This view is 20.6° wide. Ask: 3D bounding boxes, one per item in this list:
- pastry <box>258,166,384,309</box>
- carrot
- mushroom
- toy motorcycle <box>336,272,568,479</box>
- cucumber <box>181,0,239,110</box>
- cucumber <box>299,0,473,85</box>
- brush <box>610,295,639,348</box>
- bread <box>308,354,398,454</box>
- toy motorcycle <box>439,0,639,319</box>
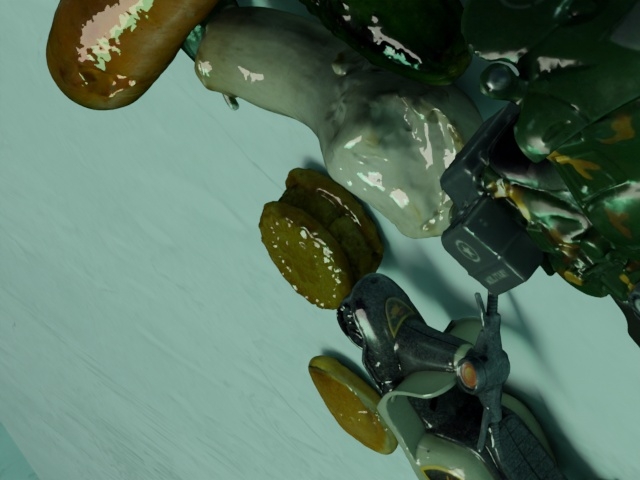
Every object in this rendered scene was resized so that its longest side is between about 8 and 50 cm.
[{"bbox_3d":[0.000,0.000,1.297,0.109,0.057,0.097,54,159,-13],"label":"pastry"},{"bbox_3d":[-0.110,-0.158,1.115,0.087,0.087,0.193,49,133,5],"label":"carrot"},{"bbox_3d":[0.015,-0.081,1.065,0.278,0.096,0.099,39,151,50],"label":"mushroom"},{"bbox_3d":[0.112,0.129,1.244,0.157,0.091,0.263,-3,126,57],"label":"toy motorcycle"},{"bbox_3d":[-0.097,-0.193,1.173,0.056,0.056,0.250,25,147,52],"label":"cucumber"},{"bbox_3d":[0.002,-0.165,0.989,0.227,0.069,0.069,45,160,27],"label":"cucumber"},{"bbox_3d":[0.185,0.039,1.017,0.193,0.016,0.063,48,160,7],"label":"brush"},{"bbox_3d":[0.028,0.144,1.545,0.110,0.024,0.110,44,159,21],"label":"bread"},{"bbox_3d":[0.130,-0.046,0.835,0.187,0.125,0.275,42,161,-3],"label":"toy motorcycle"}]
